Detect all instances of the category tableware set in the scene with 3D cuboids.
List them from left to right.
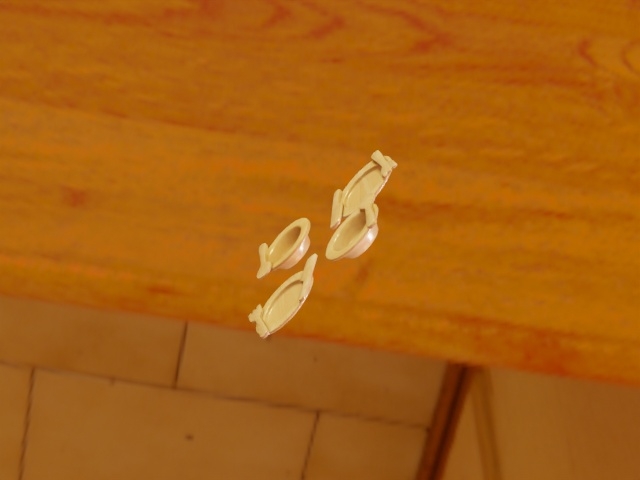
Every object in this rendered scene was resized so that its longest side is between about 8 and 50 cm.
[{"bbox_3d":[0.000,0.000,1.202,0.020,0.141,0.168,41,111,-20],"label":"tableware set"}]
